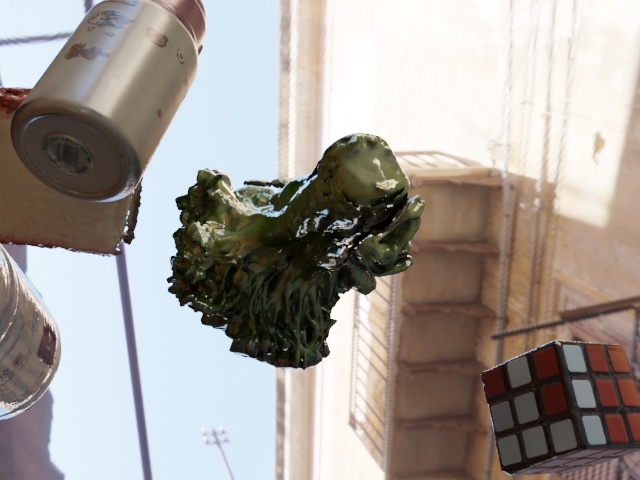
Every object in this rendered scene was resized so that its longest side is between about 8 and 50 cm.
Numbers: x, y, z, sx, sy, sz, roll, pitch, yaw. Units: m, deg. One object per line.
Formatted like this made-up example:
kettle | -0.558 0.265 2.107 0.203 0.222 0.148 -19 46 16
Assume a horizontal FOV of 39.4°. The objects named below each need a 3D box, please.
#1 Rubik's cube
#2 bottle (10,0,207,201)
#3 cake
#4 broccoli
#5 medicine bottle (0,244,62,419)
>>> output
Rubik's cube | 0.358 0.248 1.311 0.161 0.162 0.163 8 -117 -35
bottle | -0.167 -0.146 0.772 0.110 0.233 0.110 9 -43 8
cake | -0.290 -0.071 0.950 0.160 0.262 0.158 8 -91 -22
broccoli | 0.013 0.004 0.692 0.199 0.275 0.177 11 -111 -37
medicine bottle | -0.433 0.090 1.048 0.190 0.332 0.189 1 -112 -2
